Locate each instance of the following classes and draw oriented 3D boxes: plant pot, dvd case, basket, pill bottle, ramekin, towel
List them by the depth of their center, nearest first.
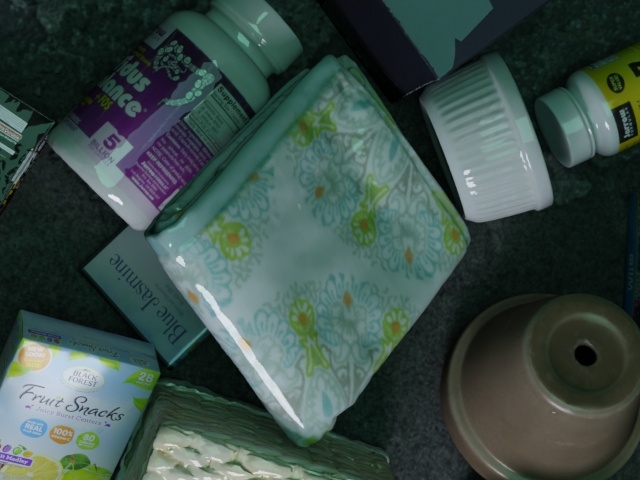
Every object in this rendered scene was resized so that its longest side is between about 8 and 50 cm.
[{"bbox_3d":[0.000,0.000,1.672,0.320,0.090,0.374,54,55,-18],"label":"towel"},{"bbox_3d":[-0.101,0.373,1.699,0.331,0.266,0.328,19,90,-6],"label":"basket"},{"bbox_3d":[-0.169,-0.169,1.723,0.301,0.169,0.169,-45,96,-5],"label":"pill bottle"},{"bbox_3d":[0.292,0.164,1.727,0.263,0.229,0.263,2,69,-5],"label":"plant pot"},{"bbox_3d":[0.200,-0.120,1.762,0.109,0.207,0.207,-20,94,3],"label":"ramekin"},{"bbox_3d":[-0.154,0.011,1.765,0.253,0.022,0.180,-44,73,-2],"label":"dvd case"},{"bbox_3d":[0.388,-0.180,1.823,0.208,0.119,0.119,-26,94,-6],"label":"pill bottle"}]

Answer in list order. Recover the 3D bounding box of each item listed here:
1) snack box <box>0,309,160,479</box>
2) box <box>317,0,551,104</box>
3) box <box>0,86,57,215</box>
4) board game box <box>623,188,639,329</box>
[{"bbox_3d":[-0.311,0.201,1.705,0.174,0.070,0.207,16,113,-23],"label":"snack box"},{"bbox_3d":[0.195,-0.341,1.696,0.343,0.312,0.179,-36,95,-6],"label":"box"},{"bbox_3d":[-0.521,-0.121,1.724,0.322,0.079,0.257,32,86,-7],"label":"box"},{"bbox_3d":[0.469,0.046,1.745,0.097,0.303,0.224,2,90,-8],"label":"board game box"}]
